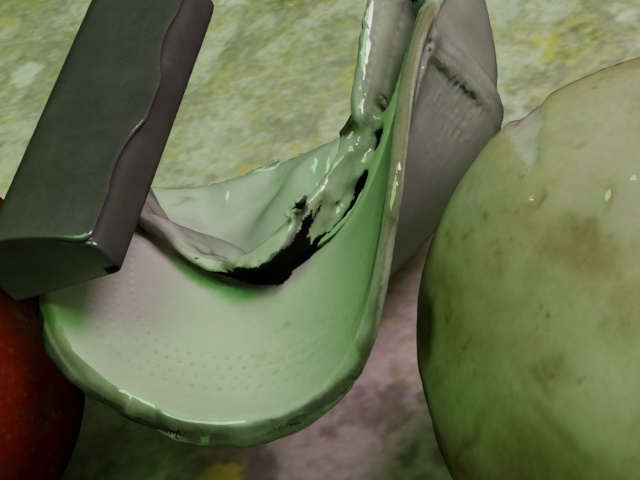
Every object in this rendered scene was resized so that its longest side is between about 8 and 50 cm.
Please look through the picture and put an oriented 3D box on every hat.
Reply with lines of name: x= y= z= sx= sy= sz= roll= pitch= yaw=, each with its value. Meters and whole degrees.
hat: x=-0.004 y=-0.007 z=0.851 sx=0.257 sy=0.168 sz=0.301 roll=-27 pitch=35 yaw=21

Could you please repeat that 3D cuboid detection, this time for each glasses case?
glasses case: x=-0.107 y=-0.055 z=0.825 sx=0.072 sy=0.042 sz=0.191 roll=-12 pitch=42 yaw=26

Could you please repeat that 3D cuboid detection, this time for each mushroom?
mushroom: x=0.151 y=0.039 z=0.721 sx=0.254 sy=0.255 sz=0.184 roll=17 pitch=8 yaw=37

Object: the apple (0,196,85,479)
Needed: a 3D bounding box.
apple: x=-0.232 y=0.062 z=0.847 sx=0.218 sy=0.201 sz=0.218 roll=-7 pitch=46 yaw=8
